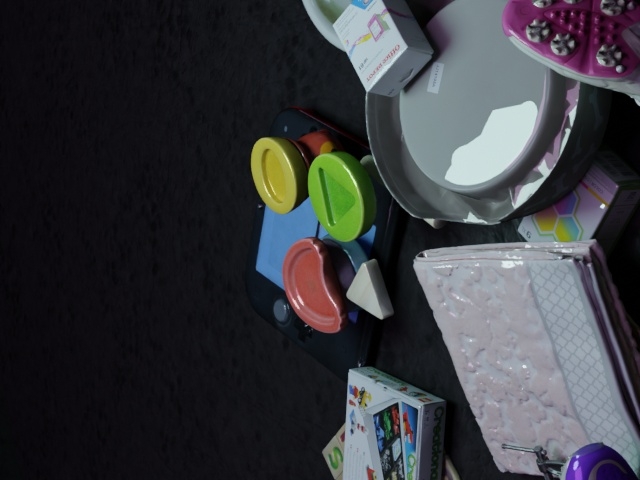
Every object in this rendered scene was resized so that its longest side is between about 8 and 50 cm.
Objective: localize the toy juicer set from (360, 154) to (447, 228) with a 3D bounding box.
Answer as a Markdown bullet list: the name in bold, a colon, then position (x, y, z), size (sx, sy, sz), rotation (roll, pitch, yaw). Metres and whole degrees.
- **toy juicer set**: position (0.207, -0.135, 1.715), size (0.329, 0.089, 0.209), rotation (-49, 54, 34)

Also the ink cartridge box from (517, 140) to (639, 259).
- **ink cartridge box**: position (0.320, -0.020, 1.587), size (0.109, 0.062, 0.209), rotation (52, 134, 38)

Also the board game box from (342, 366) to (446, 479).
- **board game box**: position (0.107, 0.367, 1.933), size (0.193, 0.053, 0.305), rotation (19, 110, 54)

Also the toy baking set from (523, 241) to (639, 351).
- **toy baking set**: position (0.321, 0.087, 1.550), size (0.256, 0.030, 0.196), rotation (-6, 115, 56)

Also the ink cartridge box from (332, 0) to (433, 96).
- **ink cartridge box**: position (0.080, -0.259, 1.608), size (0.088, 0.052, 0.122), rotation (-47, 56, 35)

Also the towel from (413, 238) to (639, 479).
- **towel**: position (0.277, 0.159, 1.582), size (0.317, 0.053, 0.332), rotation (-5, 110, 56)

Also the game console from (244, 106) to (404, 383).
- **game console**: position (0.000, 0.000, 2.067), size (0.342, 0.060, 0.386), rotation (37, 124, 48)

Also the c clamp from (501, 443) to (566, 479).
- **c clamp**: position (0.318, 0.328, 1.610), size (0.137, 0.022, 0.160), rotation (-3, 119, 50)

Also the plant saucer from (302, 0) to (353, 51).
- **plant saucer**: position (0.100, -0.471, 1.826), size (0.400, 0.100, 0.400), rotation (9, 101, 56)

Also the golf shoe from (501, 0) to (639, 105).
- **golf shoe**: position (0.344, -0.191, 1.367), size (0.140, 0.306, 0.115), rotation (76, -146, -66)

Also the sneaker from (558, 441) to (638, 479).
- **sneaker**: position (0.372, 0.374, 1.433), size (0.146, 0.102, 0.293), rotation (5, 114, 71)

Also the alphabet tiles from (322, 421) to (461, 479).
- **alphabet tiles**: position (0.106, 0.402, 1.997), size (0.342, 0.011, 0.285), rotation (-57, 49, 42)

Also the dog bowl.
- **dog bowl**: position (0.212, -0.182, 1.570), size (0.349, 0.102, 0.348), rotation (-6, 82, 48)

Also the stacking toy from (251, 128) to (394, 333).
- **stacking toy**: position (0.043, -0.023, 1.882), size (0.279, 0.130, 0.309), rotation (3, 110, 56)
